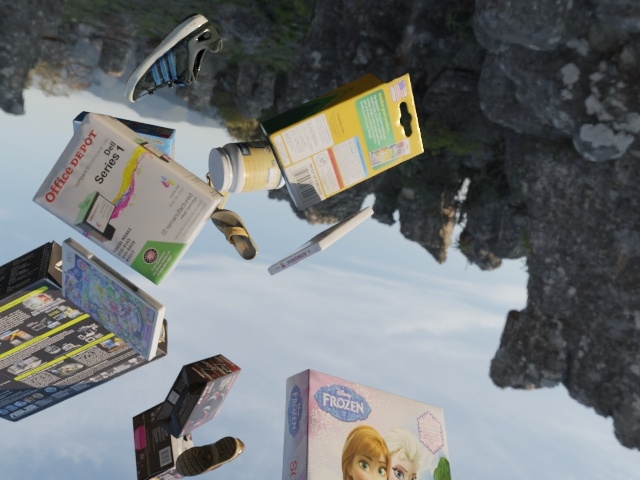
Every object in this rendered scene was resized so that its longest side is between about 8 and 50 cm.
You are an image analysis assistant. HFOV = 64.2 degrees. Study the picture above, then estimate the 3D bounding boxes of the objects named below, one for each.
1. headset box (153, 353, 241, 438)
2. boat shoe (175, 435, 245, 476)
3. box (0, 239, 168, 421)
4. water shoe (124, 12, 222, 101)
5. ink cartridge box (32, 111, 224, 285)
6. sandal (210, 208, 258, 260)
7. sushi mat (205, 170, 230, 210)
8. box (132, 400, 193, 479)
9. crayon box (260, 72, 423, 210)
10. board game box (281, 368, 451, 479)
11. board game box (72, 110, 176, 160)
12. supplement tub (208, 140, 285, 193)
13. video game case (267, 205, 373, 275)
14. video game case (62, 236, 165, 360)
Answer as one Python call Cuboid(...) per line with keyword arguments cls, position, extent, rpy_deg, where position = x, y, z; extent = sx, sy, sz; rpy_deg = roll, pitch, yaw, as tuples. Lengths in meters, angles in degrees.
Cuboid(cls="headset box", position=(-0.409, 0.526, 1.768), extent=(0.110, 0.218, 0.293), rpy_deg=(30, -176, 16))
Cuboid(cls="boat shoe", position=(-0.256, 0.508, 1.195), extent=(0.177, 0.064, 0.060), rpy_deg=(-24, 149, 14))
Cuboid(cls="box", position=(-0.370, 0.131, 0.655), extent=(0.216, 0.269, 0.060), rpy_deg=(54, -165, -47))
Cuboid(cls="water shoe", position=(-0.255, -0.295, 0.882), extent=(0.080, 0.203, 0.073), rpy_deg=(46, -159, -16))
Cuboid(cls="ink cartridge box", position=(-0.360, -0.081, 0.979), extent=(0.278, 0.201, 0.117), rpy_deg=(36, -174, -7))
Cuboid(cls="sandal", position=(-0.233, -0.012, 1.403), extent=(0.072, 0.180, 0.049), rpy_deg=(-27, -157, 14))
Cuboid(cls="sushi mat", position=(-0.384, -0.218, 1.955), extent=(0.019, 0.152, 0.317), rpy_deg=(-11, -158, 3))
Cuboid(cls="box", position=(-0.565, 0.739, 1.856), extent=(0.142, 0.163, 0.247), rpy_deg=(52, -168, -52))
Cuboid(cls="crayon box", position=(0.055, -0.228, 1.140), extent=(0.322, 0.203, 0.083), rpy_deg=(-25, -142, -5))
Cuboid(cls="board game box", position=(0.084, 0.394, 0.792), extent=(0.318, 0.318, 0.065), rpy_deg=(24, 139, -31))
Cuboid(cls="board game box", position=(-0.655, -0.251, 1.719), extent=(0.307, 0.302, 0.086), rpy_deg=(10, -146, -8))
Cuboid(cls="supplement tub", position=(-0.208, -0.213, 1.476), extent=(0.199, 0.145, 0.144), rpy_deg=(-11, -159, -31))
Cuboid(cls="video game case", position=(0.000, 0.000, 1.127), extent=(0.183, 0.023, 0.201), rpy_deg=(-28, -175, 45))
Cuboid(cls="video game case", position=(-0.211, 0.061, 0.514), extent=(0.122, 0.087, 0.011), rpy_deg=(34, -138, 9))
